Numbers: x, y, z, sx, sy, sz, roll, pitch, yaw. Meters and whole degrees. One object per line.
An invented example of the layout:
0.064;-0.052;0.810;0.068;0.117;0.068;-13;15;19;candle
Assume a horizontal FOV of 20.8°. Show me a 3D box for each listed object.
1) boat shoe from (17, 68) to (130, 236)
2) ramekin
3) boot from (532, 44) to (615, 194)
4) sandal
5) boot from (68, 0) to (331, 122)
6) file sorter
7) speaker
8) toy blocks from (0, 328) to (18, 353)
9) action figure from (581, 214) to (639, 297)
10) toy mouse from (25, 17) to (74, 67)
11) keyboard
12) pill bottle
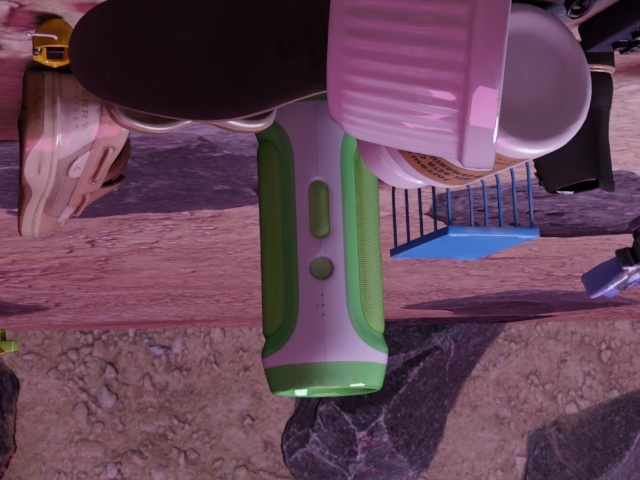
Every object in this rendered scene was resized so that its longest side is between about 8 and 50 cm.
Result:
-0.243;-0.076;1.716;0.110;0.122;0.341;0;169;-11;boat shoe
0.068;-0.152;1.107;0.109;0.207;0.207;6;171;5;ramekin
0.191;-0.098;1.637;0.077;0.137;0.198;6;168;-39;boot
-0.113;-0.134;1.576;0.180;0.072;0.049;2;154;-32;sandal
-0.045;-0.151;1.391;0.305;0.112;0.115;-4;-179;0;boot
0.168;-0.040;2.083;0.118;0.104;0.170;2;169;-21;file sorter
0.000;0.000;1.693;0.131;0.296;0.131;-2;171;0;speaker
-0.408;-0.012;1.720;0.190;0.261;0.381;-4;178;-3;toy blocks
0.392;-0.082;1.707;0.341;0.178;0.330;-32;155;18;action figure
-0.170;-0.166;1.463;0.143;0.031;0.161;-1;171;-5;toy mouse
0.299;-0.199;1.384;0.201;0.033;0.317;1;169;-20;keyboard
0.124;-0.116;1.528;0.131;0.131;0.229;2;170;-24;pill bottle
